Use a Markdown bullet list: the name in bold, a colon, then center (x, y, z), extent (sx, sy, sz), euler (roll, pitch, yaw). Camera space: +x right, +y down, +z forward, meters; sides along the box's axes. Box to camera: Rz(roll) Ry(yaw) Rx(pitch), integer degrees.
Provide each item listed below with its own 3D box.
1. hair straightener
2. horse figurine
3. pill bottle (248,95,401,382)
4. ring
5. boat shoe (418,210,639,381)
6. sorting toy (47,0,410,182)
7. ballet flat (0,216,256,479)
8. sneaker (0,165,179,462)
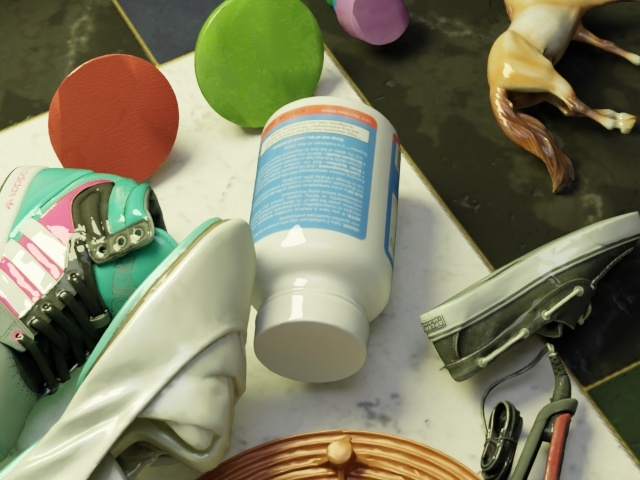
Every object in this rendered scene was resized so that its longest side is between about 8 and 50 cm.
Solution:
- **hair straightener**: center (0.142, 0.177, 1.275), extent (0.089, 0.047, 0.230), euler (10, 60, 12)
- **horse figurine**: center (0.219, -0.169, 1.525), extent (0.174, 0.066, 0.263), euler (19, 54, 10)
- **pill bottle**: center (0.000, 0.000, 1.373), extent (0.124, 0.124, 0.221), euler (3, 52, 5)
- **ring**: center (-0.002, 0.278, 1.192), extent (0.336, 0.032, 0.337), euler (-6, 53, 8)
- **boat shoe**: center (0.183, 0.045, 1.368), extent (0.219, 0.078, 0.070), euler (-27, 91, -21)
- **sorting toy**: center (-0.099, -0.169, 1.542), extent (0.365, 0.127, 0.126), euler (-25, 26, -19)
- **ballet flat**: center (-0.148, 0.164, 1.244), extent (0.139, 0.139, 0.400), euler (33, 73, 25)
- **sneaker**: center (-0.189, 0.057, 1.348), extent (0.178, 0.124, 0.296), euler (-2, 51, 14)
